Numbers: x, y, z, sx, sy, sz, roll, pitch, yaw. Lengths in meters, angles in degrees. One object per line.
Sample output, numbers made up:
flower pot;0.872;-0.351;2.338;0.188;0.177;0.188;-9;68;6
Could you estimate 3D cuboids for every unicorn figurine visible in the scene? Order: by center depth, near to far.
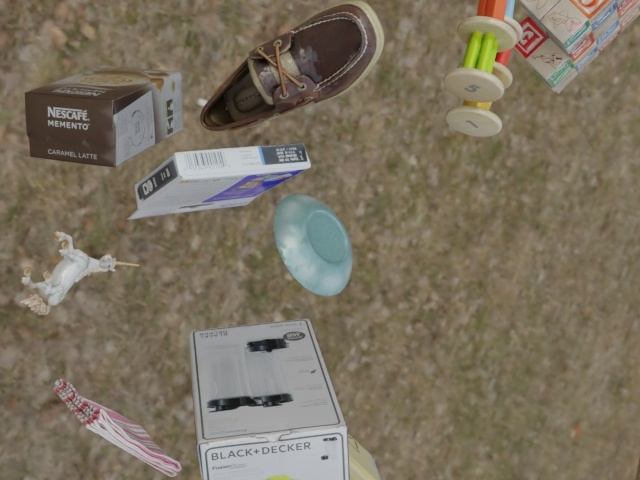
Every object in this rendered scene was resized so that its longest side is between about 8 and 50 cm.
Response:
unicorn figurine;-0.356;0.042;1.523;0.162;0.060;0.111;-40;147;-12

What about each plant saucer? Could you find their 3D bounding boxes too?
plant saucer;0.000;0.000;1.875;0.195;0.037;0.195;28;49;-37

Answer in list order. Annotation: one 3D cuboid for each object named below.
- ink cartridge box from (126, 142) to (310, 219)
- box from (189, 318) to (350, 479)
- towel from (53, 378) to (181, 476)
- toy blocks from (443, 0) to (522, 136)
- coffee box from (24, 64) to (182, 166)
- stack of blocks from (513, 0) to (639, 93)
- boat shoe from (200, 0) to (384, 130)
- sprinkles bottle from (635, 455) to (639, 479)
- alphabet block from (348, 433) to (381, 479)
ink cartridge box;-0.153;-0.085;1.536;0.206;0.208;0.045;-8;80;-33
box;-0.070;0.199;1.297;0.290;0.169;0.087;-116;-158;-68
towel;-0.271;0.244;1.424;0.144;0.197;0.029;38;80;-26
toy blocks;0.153;-0.185;0.965;0.123;0.054;0.148;70;33;-68
coffee box;-0.316;-0.192;1.603;0.246;0.141;0.098;-52;146;-67
stack of blocks;0.349;-0.307;1.477;0.171;0.087;0.297;-44;169;13
boat shoe;-0.054;-0.244;1.589;0.123;0.342;0.123;-34;101;-48
sprinkles bottle;0.525;0.260;1.528;0.121;0.121;0.355;72;34;-51
alphabet block;-0.030;0.410;1.886;0.193;0.197;0.192;-46;-173;1
